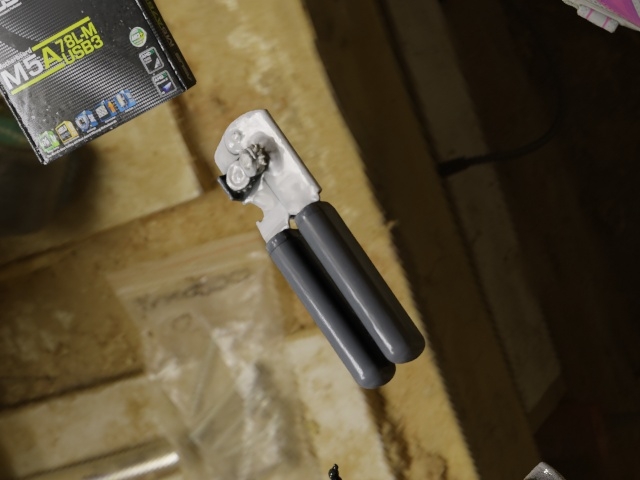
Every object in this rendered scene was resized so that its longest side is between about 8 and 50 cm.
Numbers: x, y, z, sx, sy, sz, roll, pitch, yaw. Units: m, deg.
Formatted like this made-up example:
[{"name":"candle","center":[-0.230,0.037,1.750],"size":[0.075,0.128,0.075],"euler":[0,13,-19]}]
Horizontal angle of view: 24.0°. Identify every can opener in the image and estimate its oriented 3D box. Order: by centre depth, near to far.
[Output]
[{"name":"can opener","center":[0.000,0.000,1.318],"size":[0.074,0.093,0.280],"euler":[-45,65,26]}]

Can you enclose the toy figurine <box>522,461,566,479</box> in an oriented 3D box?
[{"name":"toy figurine","center":[0.231,0.324,1.344],"size":[0.213,0.148,0.209],"euler":[25,156,52]}]

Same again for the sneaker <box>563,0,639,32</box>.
[{"name":"sneaker","center":[0.195,-0.162,0.849],"size":[0.252,0.103,0.111],"euler":[48,140,-14]}]

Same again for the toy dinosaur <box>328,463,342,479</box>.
[{"name":"toy dinosaur","center":[0.073,0.213,1.148],"size":[0.268,0.118,0.064],"euler":[-12,63,46]}]

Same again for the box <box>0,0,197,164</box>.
[{"name":"box","center":[-0.252,-0.200,1.556],"size":[0.191,0.045,0.184],"euler":[-24,101,19]}]
